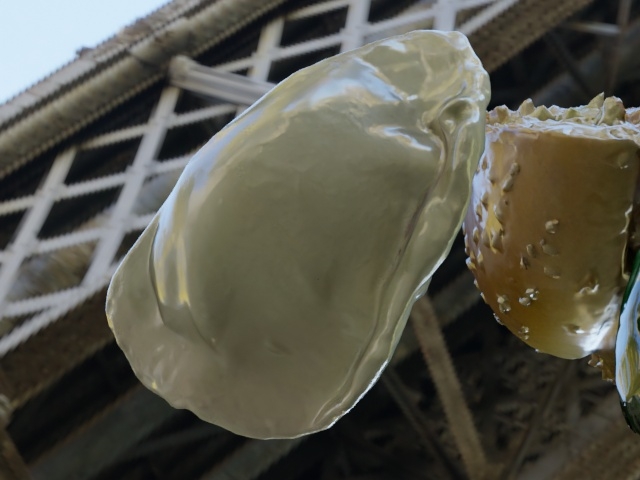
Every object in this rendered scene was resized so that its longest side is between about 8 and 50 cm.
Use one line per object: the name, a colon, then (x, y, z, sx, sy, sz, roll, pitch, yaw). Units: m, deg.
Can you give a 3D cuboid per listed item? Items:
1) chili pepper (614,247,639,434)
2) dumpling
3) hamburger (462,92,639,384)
chili pepper: (0.301, 0.040, 1.024, 0.165, 0.174, 0.261, 31, -125, -12)
dumpling: (0.000, 0.000, 0.684, 0.229, 0.151, 0.124, -46, -40, 10)
hamburger: (0.266, 0.001, 1.336, 0.268, 0.445, 0.287, -4, -86, 0)
